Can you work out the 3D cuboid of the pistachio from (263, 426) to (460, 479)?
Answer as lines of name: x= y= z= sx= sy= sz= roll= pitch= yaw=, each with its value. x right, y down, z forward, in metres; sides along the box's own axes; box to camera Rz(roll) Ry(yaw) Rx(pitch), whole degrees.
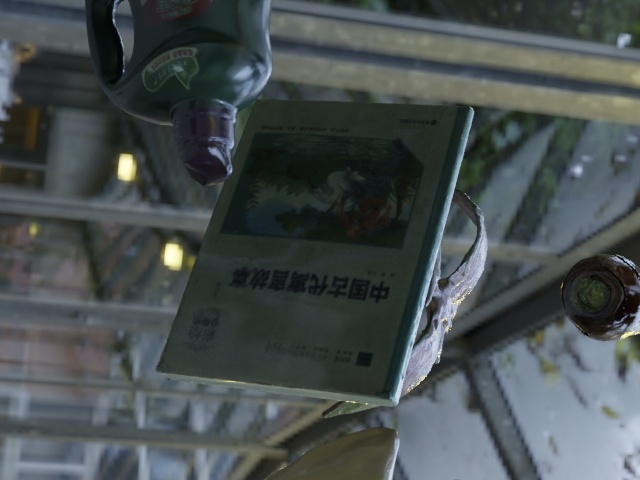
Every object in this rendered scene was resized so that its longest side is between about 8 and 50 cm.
pistachio: x=-0.020 y=0.262 z=0.892 sx=0.318 sy=0.193 sz=0.214 roll=-58 pitch=-176 yaw=-11

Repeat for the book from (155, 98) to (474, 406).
book: x=0.000 y=0.000 z=1.228 sx=0.025 sy=0.215 sz=0.282 roll=59 pitch=40 yaw=-53

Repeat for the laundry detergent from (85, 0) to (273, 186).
laundry detergent: x=-0.092 y=-0.140 z=0.958 sx=0.078 sy=0.144 sz=0.221 roll=24 pitch=58 yaw=-59

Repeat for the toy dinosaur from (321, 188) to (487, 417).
toy dinosaur: x=0.114 y=0.081 z=1.810 sx=0.206 sy=0.113 sz=0.327 roll=24 pitch=84 yaw=-67

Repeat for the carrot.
carrot: x=0.199 y=0.039 z=0.961 sx=0.161 sy=0.055 sz=0.055 roll=11 pitch=84 yaw=-68
